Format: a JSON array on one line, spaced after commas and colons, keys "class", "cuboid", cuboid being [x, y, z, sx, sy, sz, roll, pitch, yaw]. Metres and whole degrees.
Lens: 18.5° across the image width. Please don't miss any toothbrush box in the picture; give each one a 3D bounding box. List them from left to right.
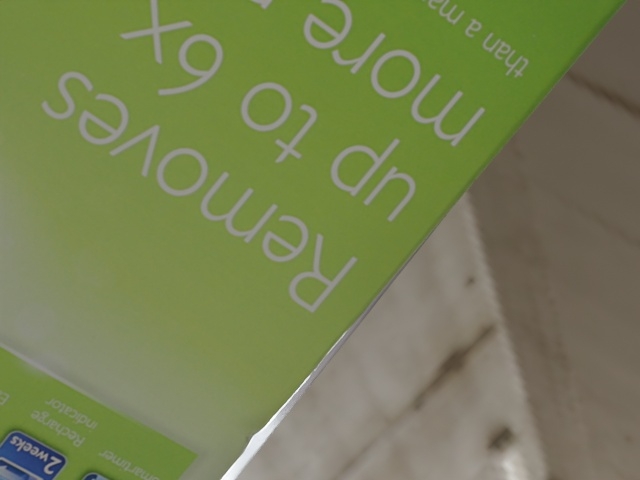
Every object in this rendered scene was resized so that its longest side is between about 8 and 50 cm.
[{"class": "toothbrush box", "cuboid": [-0.106, -0.027, 0.418, 0.206, 0.283, 0.122, 35, 13, -26]}]

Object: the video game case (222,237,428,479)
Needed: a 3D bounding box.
[{"class": "video game case", "cuboid": [0.000, 0.000, 0.626, 0.026, 0.274, 0.196, 40, 5, 12]}]
